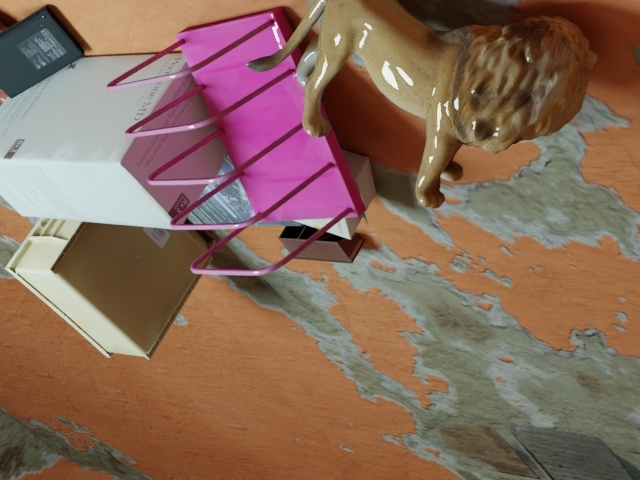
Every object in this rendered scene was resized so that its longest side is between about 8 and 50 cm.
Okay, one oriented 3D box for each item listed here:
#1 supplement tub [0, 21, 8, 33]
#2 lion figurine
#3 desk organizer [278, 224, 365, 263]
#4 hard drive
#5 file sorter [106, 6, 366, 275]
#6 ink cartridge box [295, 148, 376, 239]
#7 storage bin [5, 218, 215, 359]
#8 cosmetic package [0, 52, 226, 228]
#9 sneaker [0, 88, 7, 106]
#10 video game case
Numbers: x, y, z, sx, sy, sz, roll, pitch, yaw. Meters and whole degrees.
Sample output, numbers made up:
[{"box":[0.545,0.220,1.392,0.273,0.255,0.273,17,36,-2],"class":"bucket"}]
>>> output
[{"box":[-0.546,-0.307,1.953,0.197,0.106,0.106,30,155,-2],"class":"supplement tub"},{"box":[0.100,-0.200,1.439,0.392,0.142,0.240,29,126,15],"class":"lion figurine"},{"box":[0.000,0.000,2.032,0.130,0.047,0.050,4,143,42],"class":"desk organizer"},{"box":[-0.430,-0.276,1.892,0.135,0.022,0.094,-28,131,11],"class":"hard drive"},{"box":[-0.117,-0.118,1.661,0.202,0.182,0.291,-1,119,47],"class":"file sorter"},{"box":[0.010,-0.074,1.830,0.143,0.090,0.092,19,153,21],"class":"ink cartridge box"},{"box":[-0.343,0.024,2.181,0.123,0.260,0.262,2,144,45],"class":"storage bin"},{"box":[-0.320,-0.149,1.892,0.385,0.217,0.156,2,144,42],"class":"cosmetic package"},{"box":[-0.482,-0.150,2.149,0.097,0.135,0.276,17,151,27],"class":"sneaker"},{"box":[-0.172,-0.089,2.070,0.274,0.026,0.196,-1,142,45],"class":"video game case"}]
